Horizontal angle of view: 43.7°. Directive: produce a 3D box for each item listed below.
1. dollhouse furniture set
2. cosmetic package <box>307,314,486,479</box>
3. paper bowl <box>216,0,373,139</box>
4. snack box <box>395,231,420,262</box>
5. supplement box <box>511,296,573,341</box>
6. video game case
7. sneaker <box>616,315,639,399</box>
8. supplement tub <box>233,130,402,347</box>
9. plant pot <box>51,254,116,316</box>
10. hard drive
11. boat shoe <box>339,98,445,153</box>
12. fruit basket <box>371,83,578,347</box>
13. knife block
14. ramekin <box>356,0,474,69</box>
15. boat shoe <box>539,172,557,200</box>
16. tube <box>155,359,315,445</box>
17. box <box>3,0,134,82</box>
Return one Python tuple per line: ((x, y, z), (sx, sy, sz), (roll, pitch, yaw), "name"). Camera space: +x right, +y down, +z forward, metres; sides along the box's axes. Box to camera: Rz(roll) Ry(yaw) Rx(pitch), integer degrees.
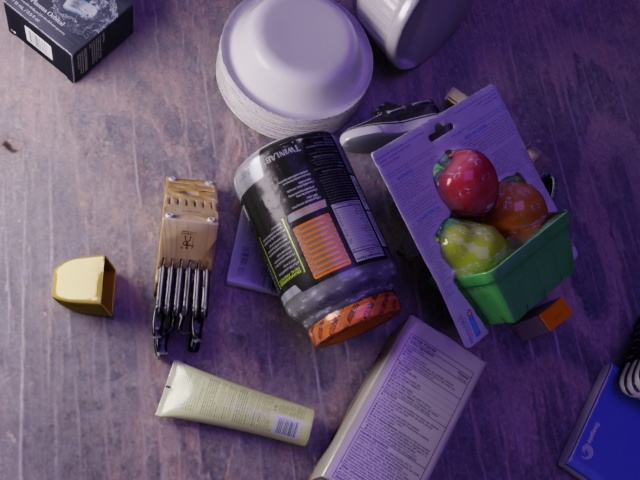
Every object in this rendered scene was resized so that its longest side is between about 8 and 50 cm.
((0.322, -0.185, 1.543), (0.101, 0.161, 0.182), (-53, 46, 11), "dollhouse furniture set")
((0.121, 0.290, 1.268), (0.153, 0.129, 0.296), (34, 66, 1), "cosmetic package")
((-0.042, -0.335, 1.451), (0.284, 0.148, 0.284), (4, 68, -11), "paper bowl")
((0.197, -0.036, 1.423), (0.037, 0.100, 0.141), (35, 66, 1), "snack box")
((0.389, 0.139, 1.406), (0.062, 0.098, 0.036), (-33, 84, -24), "supplement box")
((-0.062, 0.006, 1.387), (0.173, 0.022, 0.190), (13, 67, -8), "video game case")
((0.648, 0.213, 1.435), (0.162, 0.106, 0.281), (41, 59, 0), "sneaker")
((0.000, 0.000, 1.286), (0.194, 0.193, 0.316), (-18, 75, -19), "supplement tub")
((-0.375, 0.073, 1.255), (0.083, 0.081, 0.081), (-1, 70, -2), "plant pot")
((0.595, 0.392, 1.396), (0.319, 0.040, 0.210), (35, 66, 0), "hard drive")
((0.127, -0.217, 1.491), (0.219, 0.078, 0.070), (-14, 72, -25), "boat shoe")
((0.263, -0.048, 1.341), (0.327, 0.165, 0.353), (-33, 94, -33), "fruit basket")
((-0.227, 0.049, 1.308), (0.088, 0.242, 0.275), (7, 24, -12), "knife block")
((0.183, -0.466, 1.499), (0.127, 0.273, 0.273), (41, 66, 15), "ramekin")
((0.379, -0.046, 1.481), (0.065, 0.083, 0.183), (29, 66, -2), "boat shoe")
((-0.130, 0.263, 1.259), (0.240, 0.062, 0.070), (16, 26, -3), "tube")
((-0.439, -0.393, 1.403), (0.156, 0.093, 0.158), (39, 65, 2), "box")
